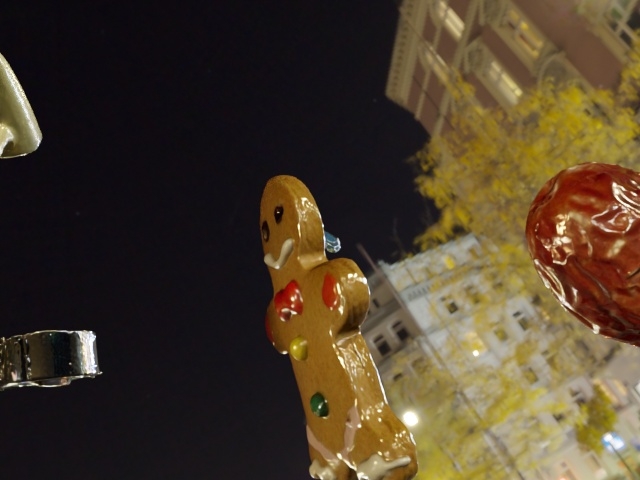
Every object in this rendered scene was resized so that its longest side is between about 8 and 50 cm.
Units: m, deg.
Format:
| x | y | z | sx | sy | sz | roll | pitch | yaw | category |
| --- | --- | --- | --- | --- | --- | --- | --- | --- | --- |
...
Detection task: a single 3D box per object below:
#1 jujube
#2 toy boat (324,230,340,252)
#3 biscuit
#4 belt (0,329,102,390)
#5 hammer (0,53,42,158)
| x | y | z | sx | sy | sz | roll | pitch | yaw | category |
| --- | --- | --- | --- | --- | --- | --- | --- | --- | --- |
| 0.386 | 0.026 | 0.986 | 0.197 | 0.290 | 0.197 | -52 | 3 | 4 | jujube |
| 0.000 | 0.000 | 1.536 | 0.038 | 0.083 | 0.038 | -44 | -29 | -32 | toy boat |
| -0.015 | 0.121 | 1.081 | 0.064 | 0.432 | 0.283 | -12 | -11 | -27 | biscuit |
| -0.403 | 0.175 | 1.177 | 0.151 | 0.078 | 0.198 | -11 | -9 | 14 | belt |
| -0.166 | -0.010 | 0.357 | 0.028 | 0.195 | 0.060 | 0 | -43 | 3 | hammer |
